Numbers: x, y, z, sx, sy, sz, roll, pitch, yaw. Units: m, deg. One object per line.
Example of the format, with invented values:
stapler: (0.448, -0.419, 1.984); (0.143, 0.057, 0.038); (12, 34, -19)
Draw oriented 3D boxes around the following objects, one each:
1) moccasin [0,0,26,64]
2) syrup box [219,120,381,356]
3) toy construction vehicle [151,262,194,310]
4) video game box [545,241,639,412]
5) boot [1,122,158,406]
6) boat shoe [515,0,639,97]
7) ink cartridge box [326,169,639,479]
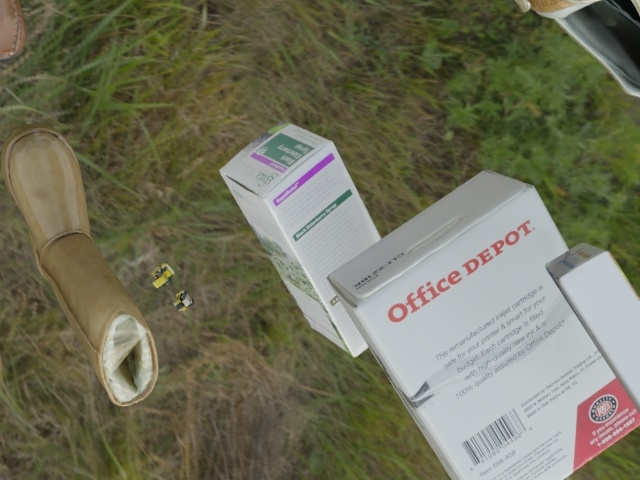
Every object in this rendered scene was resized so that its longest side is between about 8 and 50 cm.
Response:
moccasin: (-0.463, -0.203, 0.993); (0.380, 0.139, 0.147); (-26, 123, -35)
syrup box: (0.000, 0.000, 1.072); (0.096, 0.093, 0.237); (-39, 126, -16)
toy construction vehicle: (-0.253, 0.080, 1.720); (0.035, 0.098, 0.086); (-39, 106, 3)
video game box: (0.253, 0.099, 0.803); (0.048, 0.187, 0.205); (-33, 87, 6)
boot: (-0.269, 0.020, 1.169); (0.089, 0.269, 0.236); (-23, 130, -18)
boat shoe: (0.179, -0.202, 0.705); (0.302, 0.113, 0.103); (30, 84, -24)
ink cartridge box: (0.161, 0.098, 0.981); (0.197, 0.114, 0.273); (-34, 109, -6)
